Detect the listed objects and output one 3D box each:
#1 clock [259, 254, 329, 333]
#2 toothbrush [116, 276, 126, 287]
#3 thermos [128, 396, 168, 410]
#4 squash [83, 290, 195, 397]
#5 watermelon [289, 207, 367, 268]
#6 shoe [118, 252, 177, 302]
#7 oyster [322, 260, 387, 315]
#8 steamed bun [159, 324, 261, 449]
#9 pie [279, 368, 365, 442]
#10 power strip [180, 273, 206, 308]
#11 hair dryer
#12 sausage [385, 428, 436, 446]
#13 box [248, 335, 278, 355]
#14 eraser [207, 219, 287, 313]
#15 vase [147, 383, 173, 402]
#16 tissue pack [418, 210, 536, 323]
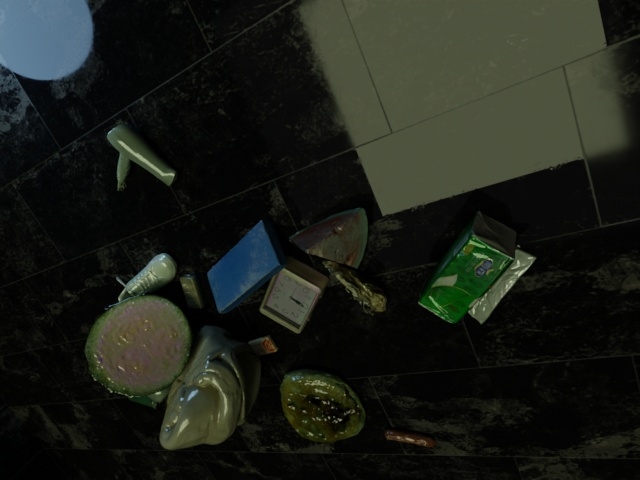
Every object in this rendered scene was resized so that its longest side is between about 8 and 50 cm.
[{"bbox_3d":[-0.076,0.156,1.145,0.147,0.071,0.192,29,123,6],"label":"clock"},{"bbox_3d":[-0.692,0.182,1.451,0.131,0.011,0.013,46,136,-5],"label":"toothbrush"},{"bbox_3d":[-0.738,0.648,1.675,0.188,0.073,0.083,7,119,20],"label":"thermos"},{"bbox_3d":[-0.571,0.349,1.332,0.310,0.310,0.309,39,159,0],"label":"squash"},{"bbox_3d":[0.007,-0.016,0.981,0.207,0.202,0.136,5,79,18],"label":"watermelon"},{"bbox_3d":[-0.576,0.142,1.325,0.095,0.110,0.265,49,126,-5],"label":"shoe"},{"bbox_3d":[0.094,0.114,1.041,0.209,0.133,0.072,44,87,9],"label":"oyster"},{"bbox_3d":[-0.321,0.466,1.272,0.255,0.367,0.342,30,97,-22],"label":"steamed bun"},{"bbox_3d":[0.000,0.554,1.323,0.323,0.070,0.323,9,119,16],"label":"pie"},{"bbox_3d":[-0.421,0.167,1.318,0.056,0.032,0.123,2,116,20],"label":"power strip"},{"bbox_3d":[-0.540,-0.198,1.171,0.206,0.075,0.237,43,131,-10],"label":"hair dryer"},{"bbox_3d":[0.282,0.622,1.260,0.158,0.042,0.036,1,78,20],"label":"sausage"},{"bbox_3d":[-0.190,0.350,1.327,0.093,0.015,0.058,-23,104,31],"label":"box"},{"bbox_3d":[-0.217,0.082,1.140,0.312,0.043,0.144,-39,65,35],"label":"eraser"},{"bbox_3d":[-0.657,0.499,1.539,0.248,0.128,0.128,45,124,7],"label":"vase"},{"bbox_3d":[0.344,0.073,0.879,0.156,0.148,0.209,31,123,7],"label":"tissue pack"}]
